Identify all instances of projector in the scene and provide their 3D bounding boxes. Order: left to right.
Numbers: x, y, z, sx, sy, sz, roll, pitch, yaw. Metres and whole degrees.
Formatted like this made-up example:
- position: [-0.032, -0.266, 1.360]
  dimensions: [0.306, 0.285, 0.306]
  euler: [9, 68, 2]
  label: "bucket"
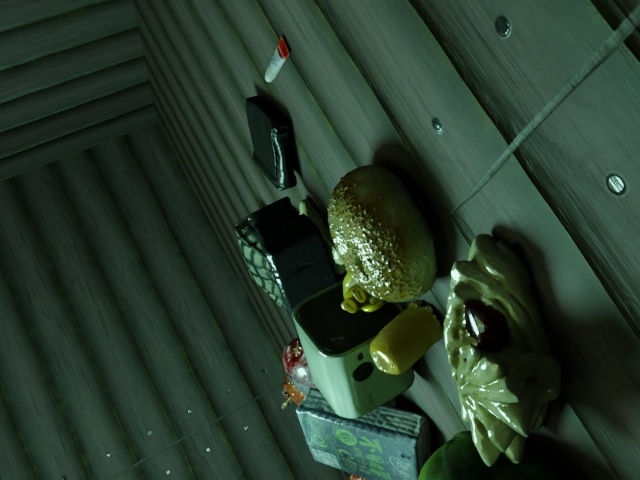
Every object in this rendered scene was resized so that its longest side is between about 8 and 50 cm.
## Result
- position: [0.092, 0.280, 1.560]
  dimensions: [0.248, 0.248, 0.249]
  euler: [44, 154, 50]
  label: "projector"

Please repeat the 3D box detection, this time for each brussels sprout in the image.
- position: [0.333, 0.518, 1.143]
  dimensions: [0.281, 0.289, 0.355]
  euler: [56, -173, -7]
  label: "brussels sprout"

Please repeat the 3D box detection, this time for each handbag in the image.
- position: [-0.146, -0.297, 1.759]
  dimensions: [0.247, 0.080, 0.223]
  euler: [50, 151, 46]
  label: "handbag"
- position: [-0.173, 0.098, 2.268]
  dimensions: [0.327, 0.162, 0.325]
  euler: [38, 154, 40]
  label: "handbag"

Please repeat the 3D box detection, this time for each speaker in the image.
- position: [-0.067, 0.083, 1.773]
  dimensions: [0.184, 0.180, 0.388]
  euler: [46, 158, 57]
  label: "speaker"

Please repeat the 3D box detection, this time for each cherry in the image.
- position: [-0.006, 0.434, 1.979]
  dimensions: [0.230, 0.203, 0.300]
  euler: [-8, 126, 52]
  label: "cherry"

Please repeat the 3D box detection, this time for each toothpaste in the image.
- position: [-0.114, -0.458, 1.506]
  dimensions: [0.048, 0.031, 0.190]
  euler: [67, 161, 2]
  label: "toothpaste"

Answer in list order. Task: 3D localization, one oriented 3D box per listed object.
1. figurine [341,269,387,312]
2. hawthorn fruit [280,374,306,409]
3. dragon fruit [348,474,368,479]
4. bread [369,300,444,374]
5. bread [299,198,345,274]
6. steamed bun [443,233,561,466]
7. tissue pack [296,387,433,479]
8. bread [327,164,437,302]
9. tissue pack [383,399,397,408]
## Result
- position: [0.110, 0.117, 1.423]
  dimensions: [0.131, 0.156, 0.246]
  euler: [41, -160, 3]
  label: "figurine"
- position: [-0.028, 0.538, 2.207]
  dimensions: [0.276, 0.307, 0.276]
  euler: [49, 167, 15]
  label: "hawthorn fruit"
- position: [0.212, 0.942, 2.177]
  dimensions: [0.241, 0.240, 0.252]
  euler: [139, 122, -73]
  label: "dragon fruit"
- position: [0.191, 0.224, 1.344]
  dimensions: [0.085, 0.173, 0.134]
  euler: [53, 165, -15]
  label: "bread"
- position: [0.000, 0.000, 1.797]
  dimensions: [0.251, 0.039, 0.182]
  euler: [56, 161, 22]
  label: "bread"
- position: [0.303, 0.231, 0.998]
  dimensions: [0.247, 0.189, 0.428]
  euler: [34, 145, 46]
  label: "steamed bun"
- position: [0.142, 0.617, 1.786]
  dimensions: [0.394, 0.124, 0.288]
  euler: [7, 130, 29]
  label: "tissue pack"
- position: [0.119, -0.006, 1.230]
  dimensions: [0.305, 0.158, 0.306]
  euler: [54, 159, 32]
  label: "bread"
- position: [0.172, 0.582, 1.960]
  dimensions: [0.159, 0.125, 0.234]
  euler: [44, 153, 42]
  label: "tissue pack"
